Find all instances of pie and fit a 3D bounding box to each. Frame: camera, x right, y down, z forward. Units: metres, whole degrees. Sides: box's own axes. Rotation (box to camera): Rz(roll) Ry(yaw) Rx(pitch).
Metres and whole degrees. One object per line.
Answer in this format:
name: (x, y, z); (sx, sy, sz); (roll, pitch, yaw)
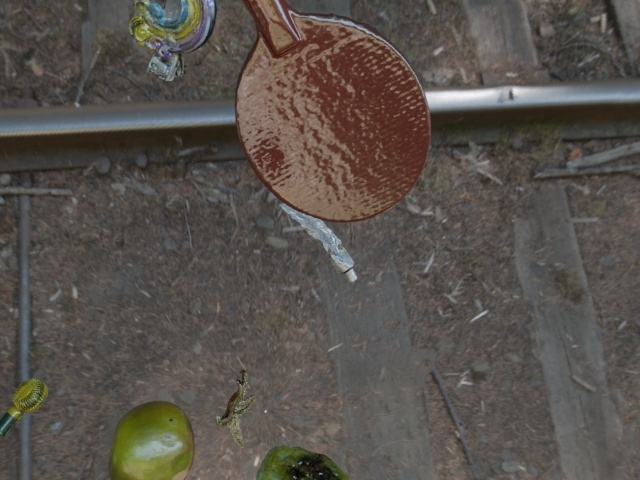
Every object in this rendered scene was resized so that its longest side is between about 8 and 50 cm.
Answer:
pie: (-0.026, 0.681, 1.686); (0.323, 0.323, 0.071); (30, 117, 3)

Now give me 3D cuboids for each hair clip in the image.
hair clip: (-0.189, -0.295, 0.808); (0.116, 0.049, 0.172); (22, 119, 5)

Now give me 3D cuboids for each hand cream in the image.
hand cream: (0.003, -0.002, 1.504); (0.050, 0.084, 0.257); (-41, 88, 31)

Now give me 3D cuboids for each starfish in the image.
starfish: (-0.225, 0.457, 1.639); (0.056, 0.213, 0.238); (13, 109, 19)

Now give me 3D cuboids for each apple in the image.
apple: (-0.160, 0.197, 0.590); (0.074, 0.089, 0.090); (12, 73, -21)

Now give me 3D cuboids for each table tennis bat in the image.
table tennis bat: (-0.009, -0.204, 0.853); (0.268, 0.051, 0.415); (-25, 112, 15)

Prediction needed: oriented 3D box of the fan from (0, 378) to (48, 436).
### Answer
fan: (-0.749, 0.416, 1.548); (0.082, 0.039, 0.155); (17, 62, 33)
